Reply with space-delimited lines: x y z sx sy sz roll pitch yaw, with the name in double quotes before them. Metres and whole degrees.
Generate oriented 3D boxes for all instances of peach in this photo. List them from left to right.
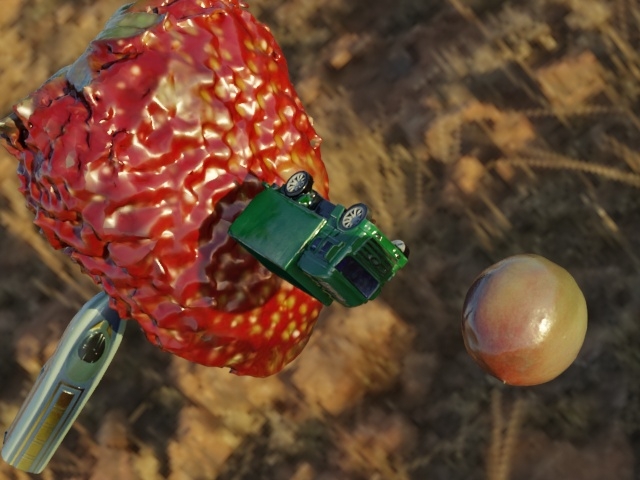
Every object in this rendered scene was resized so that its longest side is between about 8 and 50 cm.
"peach" 0.125 0.050 0.982 0.083 0.083 0.083 -32 30 21

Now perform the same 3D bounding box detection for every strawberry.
"strawberry" -0.102 -0.058 1.446 0.292 0.343 0.292 -48 5 5

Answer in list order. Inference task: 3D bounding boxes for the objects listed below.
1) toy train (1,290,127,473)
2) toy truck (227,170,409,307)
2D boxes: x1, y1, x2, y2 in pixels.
"toy train" -0.249 0.137 1.563 0.252 0.055 0.048 -56 14 35
"toy truck" 0.000 0.000 1.245 0.079 0.065 0.147 -52 36 -7
